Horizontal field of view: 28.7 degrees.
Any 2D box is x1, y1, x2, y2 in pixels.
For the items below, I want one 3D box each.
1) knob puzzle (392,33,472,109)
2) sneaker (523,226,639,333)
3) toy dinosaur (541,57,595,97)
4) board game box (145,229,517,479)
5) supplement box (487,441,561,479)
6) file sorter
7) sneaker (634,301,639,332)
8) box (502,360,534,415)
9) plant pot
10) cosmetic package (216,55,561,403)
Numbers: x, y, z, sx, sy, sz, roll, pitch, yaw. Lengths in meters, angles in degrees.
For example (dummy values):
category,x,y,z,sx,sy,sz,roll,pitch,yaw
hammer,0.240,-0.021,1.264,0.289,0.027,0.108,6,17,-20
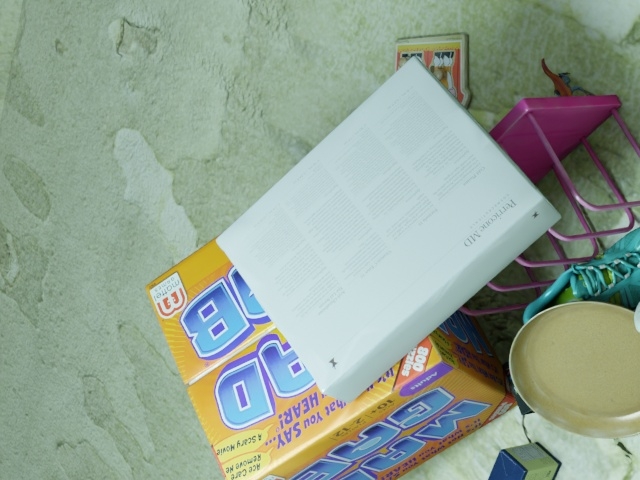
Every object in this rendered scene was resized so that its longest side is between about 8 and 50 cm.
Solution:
category,x,y,z,sx,sy,sz,roll,pitch,yaw
knob puzzle,0.171,-0.236,2.048,0.213,0.030,0.213,6,97,51
sneaker,0.395,0.058,1.708,0.275,0.110,0.107,-42,59,32
toy dinosaur,0.346,-0.211,1.794,0.047,0.090,0.082,-57,5,24
board game box,0.023,0.160,1.899,0.356,0.356,0.356,-34,62,13
supplement box,0.303,0.356,1.878,0.056,0.083,0.083,42,124,42
file sorter,0.303,-0.044,1.759,0.291,0.202,0.182,-47,60,43
sneaker,0.489,0.032,1.600,0.237,0.086,0.085,-59,23,1
box,0.321,0.210,1.862,0.052,0.062,0.083,-40,61,47
plant pot,0.379,0.173,1.716,0.236,0.032,0.236,10,125,15
cosmetic package,0.082,-0.014,1.661,0.377,0.097,0.284,-42,59,9
